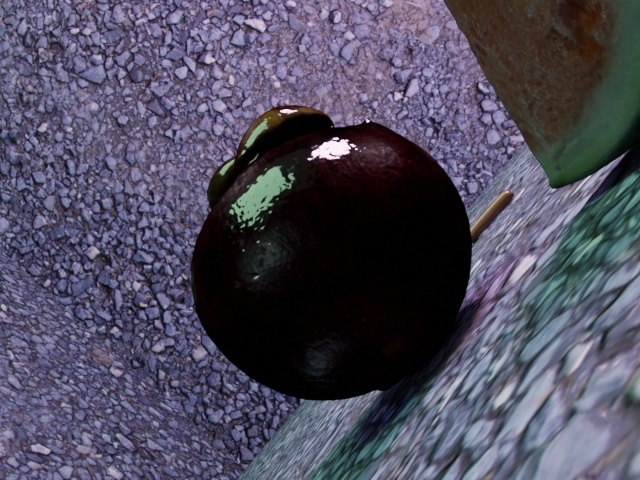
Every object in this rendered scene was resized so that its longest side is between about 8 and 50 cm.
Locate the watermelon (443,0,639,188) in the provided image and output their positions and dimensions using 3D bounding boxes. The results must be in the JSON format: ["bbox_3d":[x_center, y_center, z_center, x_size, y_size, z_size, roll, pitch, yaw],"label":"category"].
[{"bbox_3d":[0.191,-0.193,0.553,0.283,0.292,0.250,36,-124,-63],"label":"watermelon"}]

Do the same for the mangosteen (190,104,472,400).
[{"bbox_3d":[0.000,0.000,0.805,0.306,0.347,0.307,-22,-33,-15],"label":"mangosteen"}]

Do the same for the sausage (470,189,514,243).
[{"bbox_3d":[0.305,-0.045,1.324,0.116,0.026,0.026,-50,-5,9],"label":"sausage"}]
